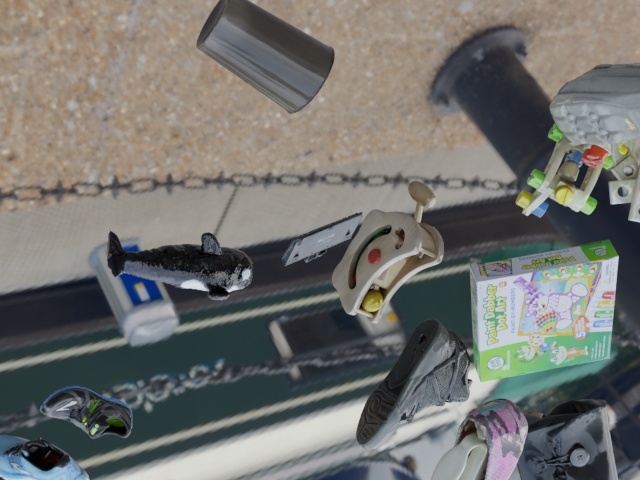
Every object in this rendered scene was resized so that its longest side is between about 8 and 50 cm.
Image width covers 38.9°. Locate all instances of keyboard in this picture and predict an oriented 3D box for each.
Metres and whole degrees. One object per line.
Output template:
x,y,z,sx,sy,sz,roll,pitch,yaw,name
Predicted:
0.000,0.000,1.764,0.180,0.023,0.108,-22,152,-37,keyboard

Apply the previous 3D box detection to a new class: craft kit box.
0.392,0.128,1.605,0.247,0.061,0.249,-9,127,1,craft kit box

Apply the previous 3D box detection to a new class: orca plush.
-0.229,0.017,1.592,0.287,0.151,0.102,16,113,-26,orca plush

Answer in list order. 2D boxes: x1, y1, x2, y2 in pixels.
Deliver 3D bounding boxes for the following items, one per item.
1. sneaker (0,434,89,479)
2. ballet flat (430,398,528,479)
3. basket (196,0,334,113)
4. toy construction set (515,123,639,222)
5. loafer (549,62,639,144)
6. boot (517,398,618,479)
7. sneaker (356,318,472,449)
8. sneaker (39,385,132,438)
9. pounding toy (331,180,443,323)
-0.375,0.280,1.186,0.063,0.162,0.073,-52,143,-43,sneaker
0.127,0.247,0.849,0.079,0.077,0.221,3,112,-33,ballet flat
-0.114,-0.371,1.765,0.227,0.204,0.154,29,91,-21,basket
0.444,-0.127,1.452,0.215,0.151,0.328,-60,-165,-2,toy construction set
0.426,-0.173,1.096,0.111,0.319,0.112,-50,125,-18,loafer
0.598,0.533,1.841,0.367,0.445,0.146,-15,178,-10,boot
0.157,0.247,1.417,0.130,0.087,0.227,37,86,-25,sneaker
-0.433,0.328,1.705,0.188,0.078,0.067,24,112,-35,sneaker
0.158,0.033,1.678,0.155,0.154,0.269,24,100,-40,pounding toy
